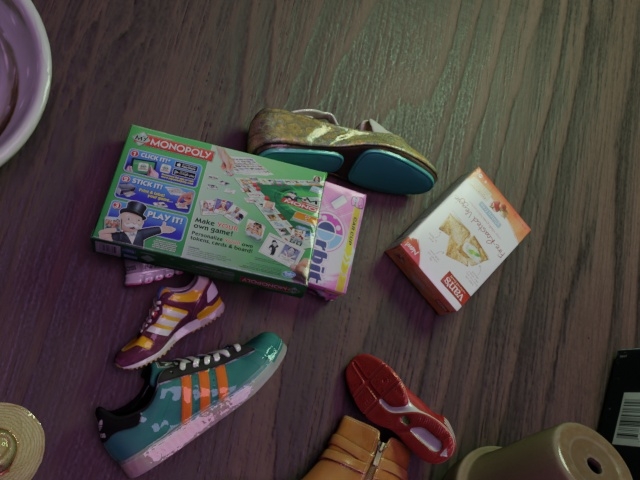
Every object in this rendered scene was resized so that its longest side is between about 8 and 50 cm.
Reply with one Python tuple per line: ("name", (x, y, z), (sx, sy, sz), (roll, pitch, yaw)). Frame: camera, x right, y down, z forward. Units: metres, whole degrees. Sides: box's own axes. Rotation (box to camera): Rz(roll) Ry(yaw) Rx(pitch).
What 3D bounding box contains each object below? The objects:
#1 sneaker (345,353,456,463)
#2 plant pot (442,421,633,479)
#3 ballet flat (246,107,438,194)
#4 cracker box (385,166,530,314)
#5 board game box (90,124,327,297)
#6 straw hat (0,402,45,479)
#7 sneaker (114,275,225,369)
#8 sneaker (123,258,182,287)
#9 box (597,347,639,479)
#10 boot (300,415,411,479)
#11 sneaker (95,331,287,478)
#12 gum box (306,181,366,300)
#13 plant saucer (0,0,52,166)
("sneaker", (0.136, 0.284, 1.284), (0.087, 0.128, 0.221), (-43, 67, 2))
("plant pot", (0.354, 0.403, 1.202), (0.263, 0.229, 0.263), (22, 37, -17))
("ballet flat", (0.043, -0.161, 1.318), (0.349, 0.123, 0.123), (7, 76, -21))
("cracker box", (0.249, 0.000, 1.386), (0.232, 0.067, 0.155), (-43, 96, -23))
("board game box", (-0.160, -0.047, 1.177), (0.317, 0.046, 0.213), (14, 57, -6))
("straw hat", (-0.446, 0.289, 1.046), (0.145, 0.061, 0.144), (5, 77, -22))
("sneaker", (-0.237, 0.115, 1.151), (0.185, 0.069, 0.083), (-35, 111, -21))
("sneaker", (-0.226, 0.016, 1.191), (0.170, 0.063, 0.074), (-17, 92, -19))
("box", (0.680, 0.387, 1.414), (0.294, 0.183, 0.296), (26, 72, -14))
("boot", (0.006, 0.370, 1.191), (0.283, 0.109, 0.220), (25, 65, -7))
("sneaker", (-0.188, 0.211, 1.141), (0.302, 0.108, 0.121), (-35, 98, -23))
("gum box", (0.000, 0.000, 1.287), (0.107, 0.062, 0.188), (18, 73, -17))
("plant saucer", (-0.589, -0.243, 1.080), (0.401, 0.100, 0.400), (5, 77, -22))
